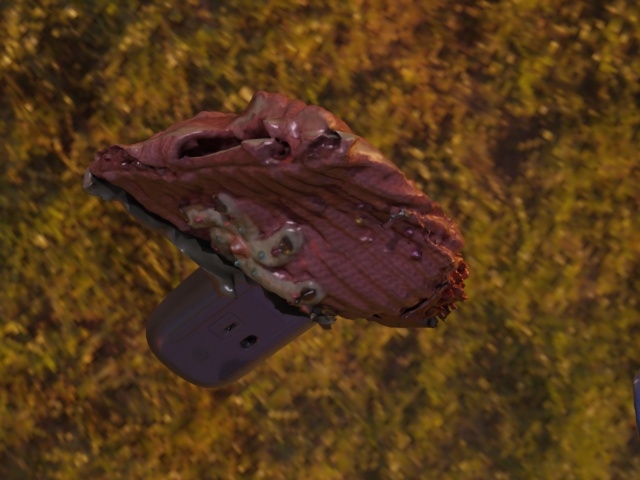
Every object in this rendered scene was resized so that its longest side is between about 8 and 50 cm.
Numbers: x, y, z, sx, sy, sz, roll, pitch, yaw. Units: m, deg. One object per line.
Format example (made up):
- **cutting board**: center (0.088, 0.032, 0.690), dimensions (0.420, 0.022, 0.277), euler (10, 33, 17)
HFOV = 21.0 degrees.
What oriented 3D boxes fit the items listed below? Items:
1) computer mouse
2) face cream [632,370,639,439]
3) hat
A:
- **computer mouse**: center (-0.070, 0.064, 1.687), dimensions (0.120, 0.057, 0.232), euler (38, 123, -22)
- **face cream**: center (0.378, 0.184, 1.296), dimensions (0.225, 0.249, 0.249), euler (-20, 123, 15)
- **hat**: center (0.000, 0.000, 1.175), dimensions (0.286, 0.237, 0.107), euler (31, 66, -44)
